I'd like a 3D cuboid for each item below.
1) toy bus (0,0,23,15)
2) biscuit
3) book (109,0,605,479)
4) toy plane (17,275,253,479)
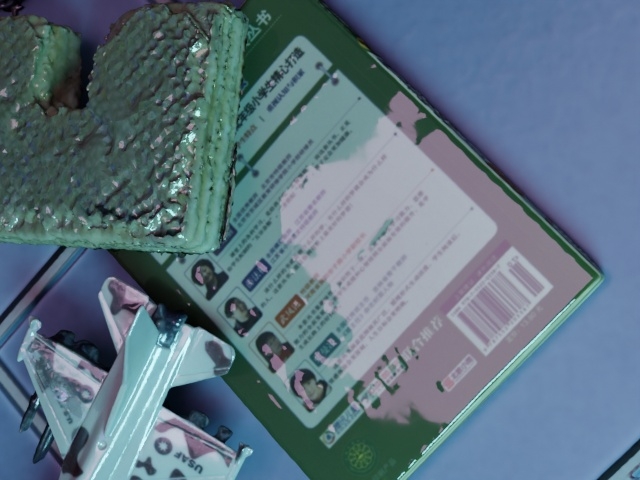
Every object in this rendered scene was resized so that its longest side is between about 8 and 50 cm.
[{"bbox_3d":[-0.177,-0.196,0.781,0.234,0.096,0.074,-15,84,22],"label":"toy bus"},{"bbox_3d":[-0.156,-0.070,0.767,0.250,0.046,0.147,4,81,33],"label":"biscuit"},{"bbox_3d":[0.000,0.000,0.736,0.264,0.027,0.202,46,104,17],"label":"book"},{"bbox_3d":[-0.126,0.125,0.760,0.160,0.082,0.234,29,113,13],"label":"toy plane"}]
